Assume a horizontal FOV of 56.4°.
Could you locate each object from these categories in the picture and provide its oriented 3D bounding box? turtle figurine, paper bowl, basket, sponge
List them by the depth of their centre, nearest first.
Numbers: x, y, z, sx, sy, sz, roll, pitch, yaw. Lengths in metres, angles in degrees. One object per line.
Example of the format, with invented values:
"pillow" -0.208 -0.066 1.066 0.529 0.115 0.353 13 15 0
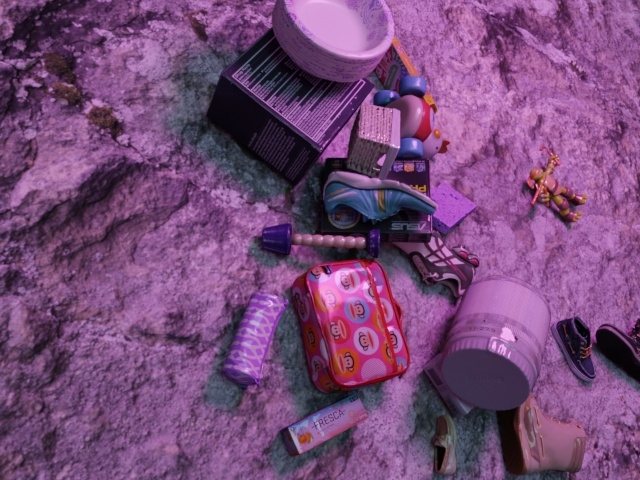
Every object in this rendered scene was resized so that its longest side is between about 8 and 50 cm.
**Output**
"paper bowl" 0.021 -0.503 1.429 0.284 0.148 0.284 11 62 -20
"basket" 0.129 -0.245 1.457 0.103 0.113 0.167 15 44 -7
"sponge" 0.333 -0.091 1.603 0.117 0.031 0.210 40 35 15
"turtle figurine" 0.704 -0.147 1.815 0.217 0.087 0.269 38 49 -13

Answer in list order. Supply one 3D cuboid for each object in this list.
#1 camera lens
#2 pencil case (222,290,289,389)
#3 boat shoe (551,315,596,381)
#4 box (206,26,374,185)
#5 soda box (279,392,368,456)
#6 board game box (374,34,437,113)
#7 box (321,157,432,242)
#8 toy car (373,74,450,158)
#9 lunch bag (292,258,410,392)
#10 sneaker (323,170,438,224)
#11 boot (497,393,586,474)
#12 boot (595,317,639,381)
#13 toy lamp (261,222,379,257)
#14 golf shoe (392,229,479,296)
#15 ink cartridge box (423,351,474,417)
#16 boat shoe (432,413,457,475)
"camera lens" 0.419 0.233 1.419 0.219 0.219 0.274 39 45 -4
"pencil case" -0.140 0.211 1.285 0.088 0.086 0.206 7 61 17
"boat shoe" 0.709 0.296 1.622 0.065 0.083 0.183 -25 79 -30
"box" -0.075 -0.355 1.508 0.294 0.183 0.296 39 56 -4
"soda box" 0.008 0.396 1.287 0.183 0.058 0.062 -18 76 -30
"board game box" 0.239 -0.447 1.722 0.039 0.124 0.259 -24 79 -29
"box" 0.142 -0.103 1.502 0.270 0.060 0.216 2 64 5
"toy car" 0.273 -0.292 1.637 0.238 0.210 0.219 14 73 -32
"lunch bag" 0.084 0.193 1.382 0.258 0.120 0.293 -6 71 -30
"sneaker" 0.141 -0.090 1.424 0.276 0.107 0.109 10 85 14
"boot" 0.551 0.442 1.481 0.204 0.095 0.261 8 67 -20
"boot" 0.895 0.276 1.714 0.236 0.085 0.178 42 56 -9
"toy lamp" 0.000 0.000 1.407 0.275 0.080 0.080 1 66 2
"golf shoe" 0.284 0.044 1.541 0.273 0.105 0.120 25 69 -10
"ink cartridge box" 0.350 0.333 1.486 0.179 0.045 0.145 -24 78 -49
"boat shoe" 0.285 0.471 1.379 0.045 0.050 0.135 12 64 -25
